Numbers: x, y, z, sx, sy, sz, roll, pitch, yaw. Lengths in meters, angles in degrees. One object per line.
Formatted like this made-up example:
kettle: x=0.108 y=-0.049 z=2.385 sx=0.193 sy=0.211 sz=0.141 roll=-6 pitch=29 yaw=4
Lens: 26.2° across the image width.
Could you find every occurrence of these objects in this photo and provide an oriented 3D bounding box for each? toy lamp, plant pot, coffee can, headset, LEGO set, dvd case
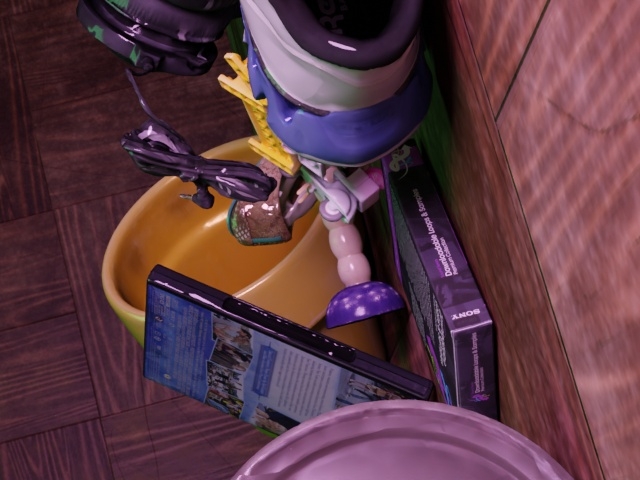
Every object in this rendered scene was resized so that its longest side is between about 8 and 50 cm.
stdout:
toy lamp: x=0.002 y=-0.064 z=1.179 sx=0.080 sy=0.080 sz=0.275 roll=116 pitch=140 yaw=-84
plant pot: x=-0.051 y=0.063 z=1.371 sx=0.239 sy=0.254 sz=0.254 roll=59 pitch=-173 yaw=-35
coffee can: x=0.044 y=0.226 z=0.732 sx=0.275 sy=0.201 sz=0.201 roll=83 pitch=172 yaw=-63
headset: x=-0.093 y=-0.216 z=1.162 sx=0.243 sy=0.185 sz=0.394 roll=-46 pitch=28 yaw=52
LEGO set: x=0.012 y=-0.118 z=0.966 sx=0.132 sy=0.107 sz=0.287 roll=40 pitch=165 yaw=7
dvd case: x=-0.036 y=0.120 z=1.189 sx=0.180 sy=0.253 sz=0.022 roll=103 pitch=-168 yaw=-56

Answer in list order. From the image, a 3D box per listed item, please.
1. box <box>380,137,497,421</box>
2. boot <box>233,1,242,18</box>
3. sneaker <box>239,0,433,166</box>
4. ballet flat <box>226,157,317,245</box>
box: x=0.074 y=0.031 z=0.864 sx=0.116 sy=0.029 sz=0.162 roll=79 pitch=176 yaw=-48
boot: x=-0.146 y=-0.485 z=1.436 sx=0.367 sy=0.146 sz=0.445 roll=-108 pitch=1 yaw=-60
sneaker: x=-0.013 y=-0.206 z=0.700 sx=0.182 sy=0.127 sz=0.315 roll=115 pitch=134 yaw=-78
ballet flat: x=-0.015 y=-0.078 z=1.254 sx=0.206 sy=0.067 sz=0.073 roll=-67 pitch=-26 yaw=-24
